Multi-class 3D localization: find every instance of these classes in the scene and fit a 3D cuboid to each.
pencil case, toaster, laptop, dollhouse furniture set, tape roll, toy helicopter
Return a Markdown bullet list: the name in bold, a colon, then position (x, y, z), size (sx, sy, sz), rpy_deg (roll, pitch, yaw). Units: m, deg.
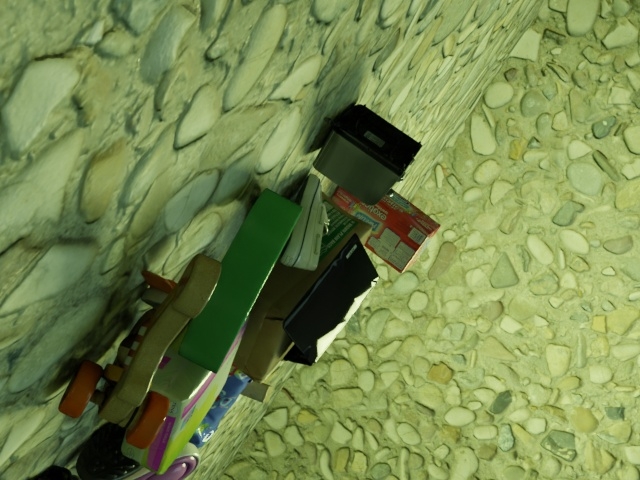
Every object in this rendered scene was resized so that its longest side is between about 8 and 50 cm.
- **pencil case**: position (-0.255, 0.364, 1.919), size (0.306, 0.133, 0.119), rpy_deg (-56, -161, 21)
- **toaster**: position (0.087, -0.172, 1.544), size (0.110, 0.186, 0.168), rpy_deg (-56, 178, 32)
- **laptop**: position (-0.004, 0.124, 1.621), size (0.234, 0.136, 0.264), rpy_deg (-50, -166, -17)
- **dollhouse furniture set**: position (-0.174, 0.276, 2.061), size (0.212, 0.161, 0.242), rpy_deg (69, 41, -79)
- **tape roll**: position (-0.135, 0.068, 1.362), size (0.321, 0.077, 0.321), rpy_deg (-61, -177, 5)
- **toy helicopter**: position (-0.225, 0.122, 1.133), size (0.355, 0.140, 0.235), rpy_deg (-47, -160, 41)

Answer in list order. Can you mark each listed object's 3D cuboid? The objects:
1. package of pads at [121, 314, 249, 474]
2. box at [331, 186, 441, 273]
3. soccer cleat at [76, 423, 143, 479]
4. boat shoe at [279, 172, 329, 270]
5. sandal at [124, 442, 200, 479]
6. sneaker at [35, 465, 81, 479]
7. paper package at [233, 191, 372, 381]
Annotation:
- **package of pads**: position (-0.252, 0.270, 1.514), size (0.296, 0.101, 0.229), rpy_deg (-55, 170, -54)
- **box**: position (0.153, -0.053, 1.991), size (0.128, 0.257, 0.123), rpy_deg (-58, 168, 25)
- **soccer cleat**: position (-0.370, 0.397, 1.573), size (0.116, 0.109, 0.318), rpy_deg (-52, 174, 31)
- **boat shoe**: position (-0.021, -0.031, 1.565), size (0.083, 0.076, 0.226), rpy_deg (-50, -160, 52)
- **sandal**: position (-0.419, 0.556, 1.605), size (0.416, 0.102, 0.169), rpy_deg (-37, 145, -3)
- **sneaker**: position (-0.454, 0.434, 1.390), size (0.078, 0.067, 0.188), rpy_deg (-46, 167, -5)
- **paper package**: position (-0.070, 0.095, 1.731), size (0.325, 0.168, 0.309), rpy_deg (-46, 168, -34)
